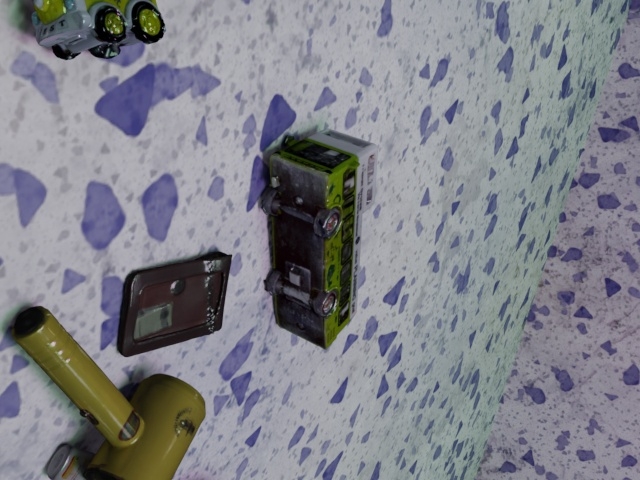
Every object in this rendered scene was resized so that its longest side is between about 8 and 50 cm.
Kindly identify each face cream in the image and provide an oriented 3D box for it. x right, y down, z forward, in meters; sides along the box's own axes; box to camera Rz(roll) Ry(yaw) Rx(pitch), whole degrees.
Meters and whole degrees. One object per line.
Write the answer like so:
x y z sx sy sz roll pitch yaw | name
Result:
-0.269 0.255 0.799 0.040 0.021 0.083 -62 151 -16 | face cream

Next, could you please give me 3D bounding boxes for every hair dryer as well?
-0.222 0.161 0.754 0.135 0.090 0.278 -62 143 -37 | hair dryer

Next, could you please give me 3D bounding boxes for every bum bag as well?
-0.171 0.073 0.847 0.159 0.026 0.109 -10 117 -51 | bum bag

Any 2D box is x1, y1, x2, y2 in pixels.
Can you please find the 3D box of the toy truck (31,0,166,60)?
-0.188 -0.194 0.592 0.111 0.076 0.076 -22 103 -56 | toy truck

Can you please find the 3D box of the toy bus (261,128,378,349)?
0.000 0.000 0.999 0.139 0.113 0.301 -39 143 -42 | toy bus
